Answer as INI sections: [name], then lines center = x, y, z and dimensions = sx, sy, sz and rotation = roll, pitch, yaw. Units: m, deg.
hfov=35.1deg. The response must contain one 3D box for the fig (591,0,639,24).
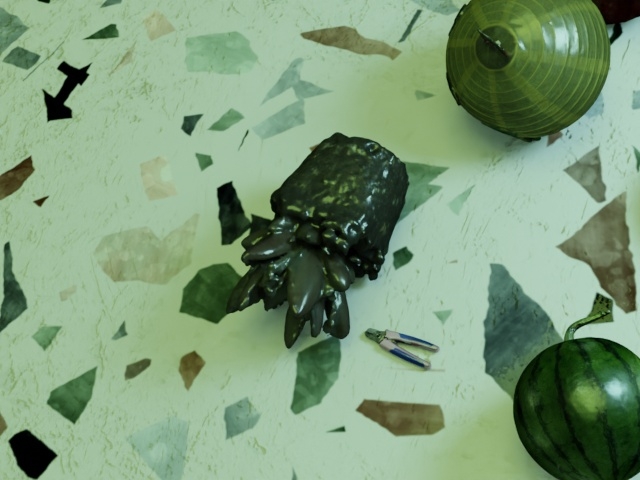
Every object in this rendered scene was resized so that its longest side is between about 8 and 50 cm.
[fig]
center = 0.461, -0.451, 1.591
dimensions = 0.235, 0.235, 0.214
rotation = -26, 28, -1

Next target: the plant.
[plant]
center = 0.000, 0.000, 1.481
dimensions = 0.181, 0.194, 0.321
rotation = 16, 64, 26

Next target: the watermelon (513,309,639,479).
[watermelon]
center = 0.335, 0.204, 1.283
dimensions = 0.187, 0.188, 0.215
rotation = -17, 65, 5

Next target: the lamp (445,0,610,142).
[lamp]
center = 0.298, -0.272, 1.505
dimensions = 0.250, 0.284, 0.250
rotation = 2, 95, 31

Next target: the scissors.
[scissors]
center = 0.116, 0.151, 1.471
dimensions = 0.113, 0.012, 0.039
rotation = 21, 69, 24
